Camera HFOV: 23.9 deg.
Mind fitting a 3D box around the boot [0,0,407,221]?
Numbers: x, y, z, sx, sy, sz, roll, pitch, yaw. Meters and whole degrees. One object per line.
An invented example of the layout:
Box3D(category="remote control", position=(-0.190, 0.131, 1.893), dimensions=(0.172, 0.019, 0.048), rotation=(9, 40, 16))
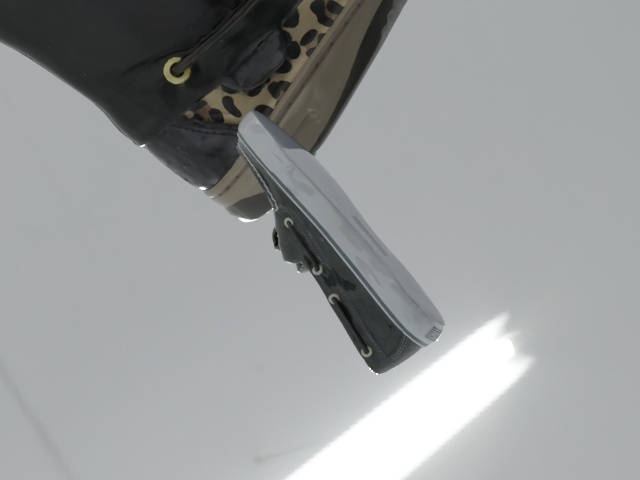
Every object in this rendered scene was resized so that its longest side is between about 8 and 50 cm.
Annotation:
Box3D(category="boot", position=(-0.067, -0.235, 0.903), dimensions=(0.284, 0.138, 0.377), rotation=(28, -89, -13))

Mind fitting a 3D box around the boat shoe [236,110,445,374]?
Box3D(category="boat shoe", position=(0.000, 0.000, 0.705), dimensions=(0.142, 0.040, 0.049), rotation=(51, -167, 17))
